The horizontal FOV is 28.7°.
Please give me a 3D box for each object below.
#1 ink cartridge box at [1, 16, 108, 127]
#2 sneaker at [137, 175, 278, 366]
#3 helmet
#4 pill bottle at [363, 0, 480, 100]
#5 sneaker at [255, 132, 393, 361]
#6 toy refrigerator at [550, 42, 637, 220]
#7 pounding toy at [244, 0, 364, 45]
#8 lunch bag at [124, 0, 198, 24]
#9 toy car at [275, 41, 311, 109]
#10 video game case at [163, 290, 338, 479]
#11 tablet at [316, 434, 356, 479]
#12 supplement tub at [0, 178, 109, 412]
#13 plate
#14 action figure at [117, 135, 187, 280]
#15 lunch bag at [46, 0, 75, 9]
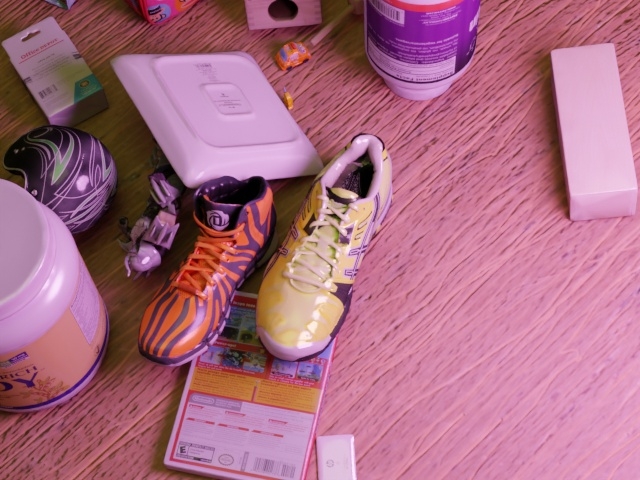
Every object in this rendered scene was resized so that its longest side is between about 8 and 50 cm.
[{"bbox_3d":[-0.442,-0.275,2.077,0.104,0.060,0.180,-31,66,-11],"label":"ink cartridge box"},{"bbox_3d":[-0.171,0.022,1.814,0.125,0.180,0.321,20,54,16],"label":"sneaker"},{"bbox_3d":[-0.394,-0.089,1.924,0.169,0.169,0.161,-39,51,-16],"label":"helmet"},{"bbox_3d":[0.157,-0.358,1.941,0.182,0.323,0.181,-1,63,2],"label":"pill bottle"},{"bbox_3d":[0.000,0.000,1.849,0.145,0.147,0.384,16,59,10],"label":"sneaker"},{"bbox_3d":[0.426,-0.169,1.962,0.102,0.094,0.269,-6,62,7],"label":"toy refrigerator"},{"bbox_3d":[-0.025,-0.418,2.091,0.206,0.094,0.181,-5,50,1],"label":"pounding toy"},{"bbox_3d":[-0.223,-0.525,2.083,0.293,0.258,0.120,-40,67,-16],"label":"lunch bag"},{"bbox_3d":[-0.040,-0.280,2.070,0.060,0.040,0.122,-10,62,-2],"label":"toy car"},{"bbox_3d":[-0.095,0.215,1.828,0.204,0.025,0.285,10,64,8],"label":"video game case"},{"bbox_3d":[0.023,0.318,1.779,0.054,0.006,0.083,-4,62,1],"label":"tablet"},{"bbox_3d":[-0.440,0.080,1.743,0.241,0.331,0.241,-1,63,3],"label":"supplement tub"},{"bbox_3d":[-0.153,-0.206,1.956,0.277,0.045,0.278,-10,56,-40],"label":"plate"},{"bbox_3d":[-0.244,-0.057,1.907,0.099,0.185,0.285,34,49,-18],"label":"action figure"},{"bbox_3d":[-0.450,-0.562,2.113,0.160,0.262,0.223,23,65,14],"label":"lunch bag"}]
